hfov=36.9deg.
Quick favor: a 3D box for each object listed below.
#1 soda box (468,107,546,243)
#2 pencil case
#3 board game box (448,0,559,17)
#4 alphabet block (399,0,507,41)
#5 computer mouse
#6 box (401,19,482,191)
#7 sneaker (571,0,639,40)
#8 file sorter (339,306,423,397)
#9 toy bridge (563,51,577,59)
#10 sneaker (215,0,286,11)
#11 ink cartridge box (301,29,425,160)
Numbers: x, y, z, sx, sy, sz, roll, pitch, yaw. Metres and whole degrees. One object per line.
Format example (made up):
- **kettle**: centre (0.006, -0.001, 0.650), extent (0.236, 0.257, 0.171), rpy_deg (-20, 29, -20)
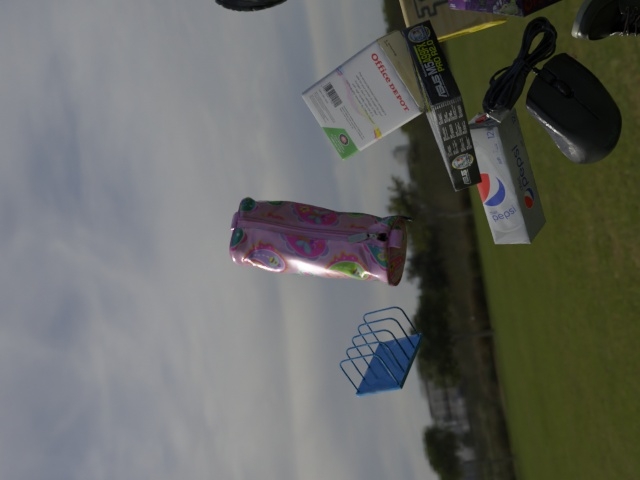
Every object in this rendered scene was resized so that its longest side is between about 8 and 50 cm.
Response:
- **soda box**: centre (0.398, -0.136, 2.077), extent (0.098, 0.091, 0.286), rpy_deg (-44, -57, -42)
- **pencil case**: centre (0.000, 0.000, 1.530), extent (0.124, 0.284, 0.124), rpy_deg (8, -90, -74)
- **board game box**: centre (0.452, -0.529, 1.930), extent (0.208, 0.347, 0.056), rpy_deg (20, 131, 53)
- **alphabet block**: centre (0.289, -0.557, 2.153), extent (0.192, 0.193, 0.197), rpy_deg (-32, -73, -63)
- **computer mouse**: centre (0.407, -0.218, 1.576), extent (0.272, 0.188, 0.072), rpy_deg (34, 176, -27)
- **box**: centre (0.238, -0.259, 1.867), extent (0.270, 0.060, 0.216), rpy_deg (62, -169, -54)
- **sneaker**: centre (0.523, -0.375, 1.611), extent (0.118, 0.222, 0.083), rpy_deg (37, 138, 30)
- **file sorter**: centre (0.131, 0.240, 2.107), extent (0.104, 0.118, 0.170), rpy_deg (57, -142, -22)
- **toy bridge**: centre (0.599, -0.346, 2.188), extent (0.188, 0.026, 0.063), rpy_deg (60, -178, -11)
- **sneaker**: centre (-0.185, -0.522, 1.821), extent (0.109, 0.286, 0.130), rpy_deg (-53, -21, -50)
- **ink cartridge box**: centre (0.122, -0.352, 2.341), extent (0.201, 0.278, 0.117), rpy_deg (57, -138, -4)
